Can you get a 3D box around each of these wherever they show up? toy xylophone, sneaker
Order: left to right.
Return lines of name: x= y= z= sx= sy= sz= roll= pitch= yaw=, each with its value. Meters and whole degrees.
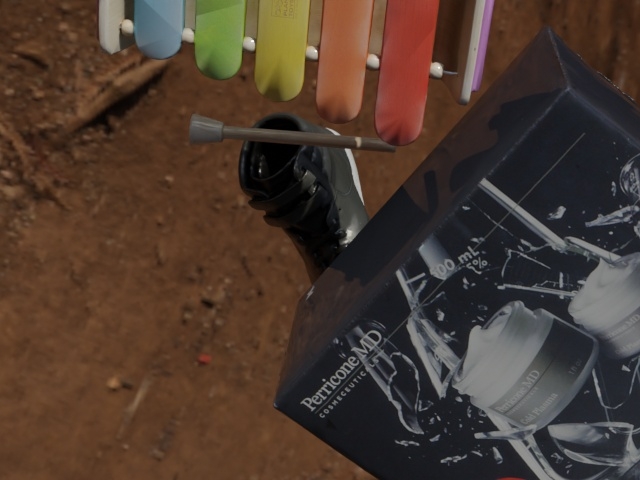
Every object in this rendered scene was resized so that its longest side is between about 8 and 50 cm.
toy xylophone: x=-0.019 y=-0.168 z=0.925 sx=0.081 sy=0.323 sz=0.236 roll=-73 pitch=162 yaw=-60
sneaker: x=0.000 y=0.000 z=1.119 sx=0.147 sy=0.104 sz=0.295 roll=22 pitch=43 yaw=-57

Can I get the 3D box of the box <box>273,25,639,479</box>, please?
box: x=0.190 y=0.068 z=0.921 sx=0.343 sy=0.312 sz=0.179 roll=-49 pitch=-169 yaw=23
